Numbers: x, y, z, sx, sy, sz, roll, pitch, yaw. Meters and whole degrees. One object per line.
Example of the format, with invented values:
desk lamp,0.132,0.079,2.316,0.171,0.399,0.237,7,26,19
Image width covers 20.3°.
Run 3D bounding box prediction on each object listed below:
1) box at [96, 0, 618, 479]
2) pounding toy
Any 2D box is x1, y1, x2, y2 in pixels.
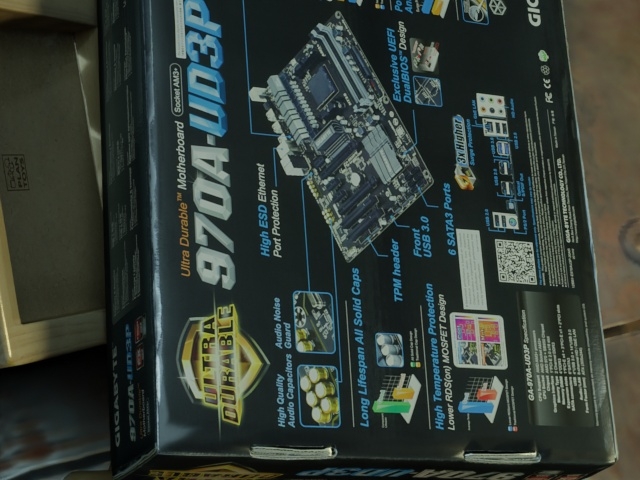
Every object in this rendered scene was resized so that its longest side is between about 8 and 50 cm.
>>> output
box,0.010,-0.022,0.641,0.175,0.051,0.220,4,70,-25
pounding toy,-0.117,0.019,0.641,0.094,0.181,0.206,-9,90,16
